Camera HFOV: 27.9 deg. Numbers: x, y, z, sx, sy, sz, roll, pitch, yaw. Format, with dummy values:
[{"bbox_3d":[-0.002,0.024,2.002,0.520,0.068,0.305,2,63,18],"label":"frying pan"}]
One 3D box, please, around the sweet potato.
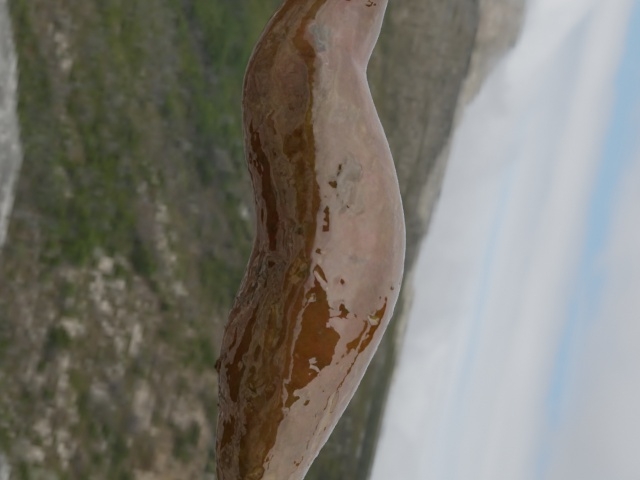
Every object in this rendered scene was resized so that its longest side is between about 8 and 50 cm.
[{"bbox_3d":[-0.002,0.000,0.429,0.058,0.055,0.202,11,84,-45],"label":"sweet potato"}]
